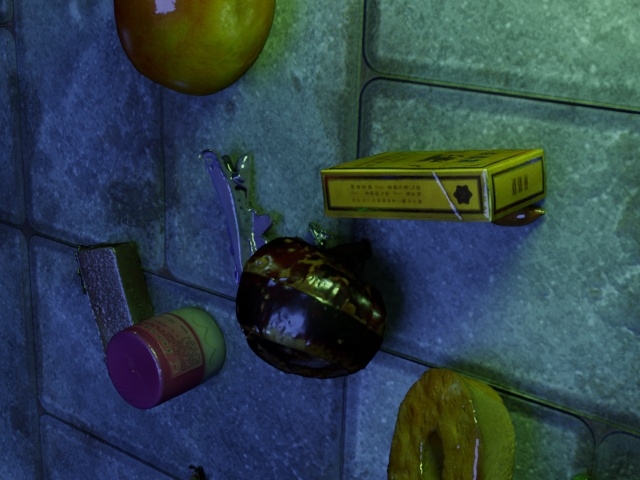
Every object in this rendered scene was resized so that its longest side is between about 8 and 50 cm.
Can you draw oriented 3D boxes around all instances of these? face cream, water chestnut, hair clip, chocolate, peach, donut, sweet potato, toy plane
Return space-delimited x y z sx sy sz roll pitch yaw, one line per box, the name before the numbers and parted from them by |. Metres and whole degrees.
face cream | -0.325 0.244 1.971 0.175 0.195 0.175 14 113 35
water chestnut | -0.006 0.103 1.648 0.300 0.300 0.300 12 110 36
hair clip | -0.152 -0.055 1.825 0.137 0.090 0.279 -7 103 39
chocolate | -0.445 0.149 2.101 0.111 0.112 0.321 -12 95 32
peach | -0.229 -0.411 1.657 0.308 0.307 0.332 51 144 15
donut | 0.222 0.367 1.554 0.303 0.110 0.303 -170 90 -69
sweet potato | 0.311 -0.037 1.486 0.095 0.034 0.034 -14 94 38
toy plane | 0.000 0.000 1.748 0.083 0.031 0.078 55 142 9

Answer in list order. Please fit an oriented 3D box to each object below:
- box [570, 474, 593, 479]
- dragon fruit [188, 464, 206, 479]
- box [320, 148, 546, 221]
box | 0.384 0.509 1.413 0.253 0.328 0.178 43 113 19
dragon fruit | -0.307 0.631 2.135 0.125 0.125 0.246 24 101 47
box | 0.177 -0.090 1.475 0.301 0.192 0.084 3 106 38
